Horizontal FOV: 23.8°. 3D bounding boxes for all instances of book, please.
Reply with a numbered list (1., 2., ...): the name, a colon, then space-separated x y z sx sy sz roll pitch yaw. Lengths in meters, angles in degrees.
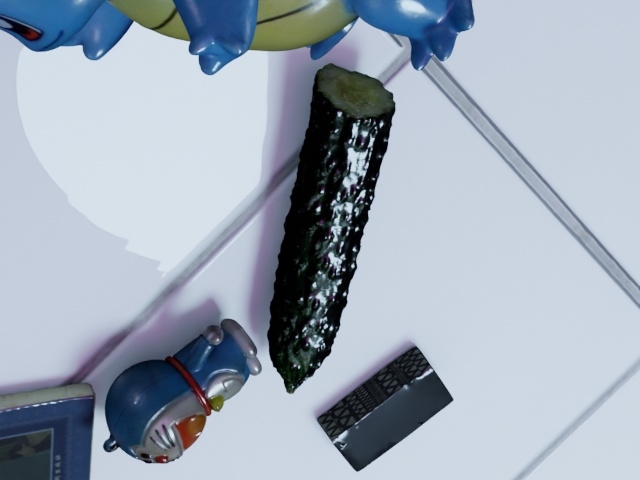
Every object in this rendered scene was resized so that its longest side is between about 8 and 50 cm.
1. book: -0.322 0.218 1.261 0.269 0.025 0.191 -7 124 -25

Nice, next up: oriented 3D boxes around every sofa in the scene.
1. sofa: 0.061 0.158 1.421 0.118 0.039 0.060 -36 129 -2

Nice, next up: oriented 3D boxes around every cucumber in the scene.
1. cucumber: 0.000 -0.001 1.262 0.072 0.072 0.300 -3 124 -27

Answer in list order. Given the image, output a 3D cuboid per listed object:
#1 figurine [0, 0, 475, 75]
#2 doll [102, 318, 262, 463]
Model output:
1. figurine: -0.043 -0.198 0.989 0.416 0.298 0.243 -24 116 -17
2. doll: -0.120 0.130 1.277 0.152 0.085 0.114 -35 150 -17
